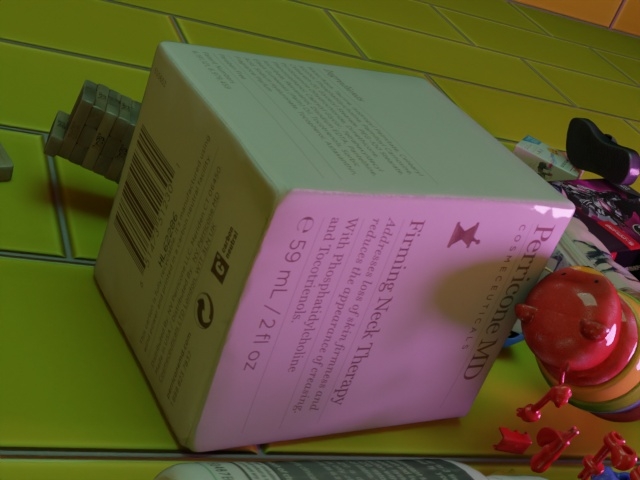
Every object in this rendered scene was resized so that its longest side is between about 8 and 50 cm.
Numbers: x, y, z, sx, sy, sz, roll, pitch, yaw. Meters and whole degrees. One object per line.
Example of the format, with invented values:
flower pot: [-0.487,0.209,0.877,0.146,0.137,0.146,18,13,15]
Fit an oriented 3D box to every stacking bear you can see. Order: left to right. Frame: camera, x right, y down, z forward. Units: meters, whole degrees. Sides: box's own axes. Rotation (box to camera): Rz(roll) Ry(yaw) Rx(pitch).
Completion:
stacking bear: [0.326,0.116,1.142,0.175,0.164,0.289,21,-6,36]

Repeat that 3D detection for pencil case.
pencil case: [0.400,0.075,1.450,0.183,0.160,0.410,50,6,-41]

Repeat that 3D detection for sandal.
sandal: [0.573,-0.174,1.947,0.055,0.097,0.254,3,27,-19]

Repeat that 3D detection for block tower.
block tower: [-0.199,-0.106,1.318,0.336,0.097,0.091,23,23,-18]

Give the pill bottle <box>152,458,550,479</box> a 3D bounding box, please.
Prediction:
pill bottle: [0.042,0.282,0.787,0.361,0.204,0.204,5,32,-28]

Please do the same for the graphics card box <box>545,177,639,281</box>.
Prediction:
graphics card box: [0.525,-0.019,1.795,0.371,0.094,0.233,-4,36,-42]

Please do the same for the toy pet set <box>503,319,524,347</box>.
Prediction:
toy pet set: [0.271,0.129,1.408,0.122,0.065,0.114,23,-7,-5]

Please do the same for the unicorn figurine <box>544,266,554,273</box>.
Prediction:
unicorn figurine: [0.264,0.038,1.451,0.111,0.060,0.162,-32,20,-8]

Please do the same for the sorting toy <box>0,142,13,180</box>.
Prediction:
sorting toy: [-0.572,-0.186,1.294,0.256,0.089,0.257,-2,36,-39]

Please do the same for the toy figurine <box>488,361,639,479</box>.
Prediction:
toy figurine: [0.352,0.315,0.989,0.217,0.191,0.362,14,29,-26]

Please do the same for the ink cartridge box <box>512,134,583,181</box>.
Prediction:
ink cartridge box: [0.494,-0.148,2.032,0.181,0.061,0.104,30,29,14]

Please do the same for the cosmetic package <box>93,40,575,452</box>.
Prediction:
cosmetic package: [0.000,0.000,1.123,0.394,0.329,0.327,0,34,-34]
